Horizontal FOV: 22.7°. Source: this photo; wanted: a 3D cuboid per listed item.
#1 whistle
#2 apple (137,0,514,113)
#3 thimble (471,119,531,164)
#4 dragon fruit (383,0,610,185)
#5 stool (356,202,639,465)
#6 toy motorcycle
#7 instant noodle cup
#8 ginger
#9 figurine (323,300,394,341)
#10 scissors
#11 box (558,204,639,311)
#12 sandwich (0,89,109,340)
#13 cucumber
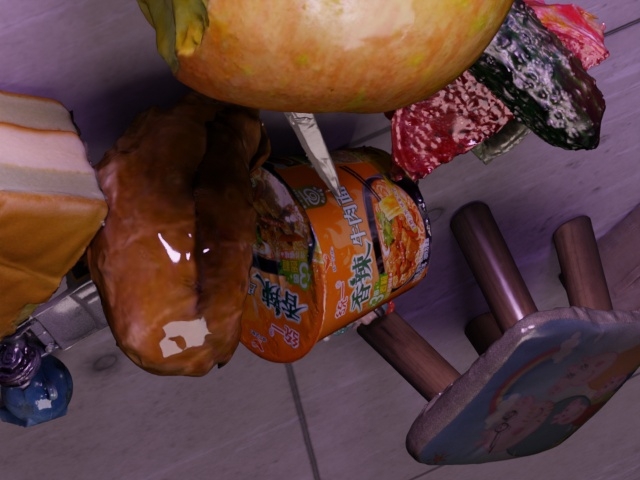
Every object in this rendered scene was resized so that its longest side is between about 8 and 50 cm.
[{"bbox_3d":[-0.337,0.172,1.861,0.090,0.090,0.158,-10,-176,-28],"label":"whistle"},{"bbox_3d":[0.004,-0.265,1.230,0.339,0.339,0.339,-20,149,-13],"label":"apple"},{"bbox_3d":[0.200,-0.143,1.822,0.084,0.062,0.110,-4,142,-37],"label":"thimble"},{"bbox_3d":[0.151,-0.193,1.664,0.274,0.161,0.126,-34,117,21],"label":"dragon fruit"},{"bbox_3d":[0.247,0.126,2.107,0.310,0.226,0.310,3,136,-43],"label":"stool"},{"bbox_3d":[-0.253,0.043,1.648,0.263,0.157,0.091,-30,147,0],"label":"toy motorcycle"},{"bbox_3d":[0.000,0.000,1.737,0.182,0.230,0.230,-17,149,-35],"label":"instant noodle cup"},{"bbox_3d":[-0.134,-0.029,1.524,0.165,0.321,0.172,-18,139,40],"label":"ginger"},{"bbox_3d":[0.042,0.097,2.069,0.106,0.047,0.060,-30,137,9],"label":"figurine"},{"bbox_3d":[-0.035,-0.156,1.545,0.109,0.022,0.300,-27,127,0],"label":"scissors"},{"bbox_3d":[0.485,0.047,2.252,0.155,0.149,0.231,11,132,-47],"label":"box"},{"bbox_3d":[-0.347,-0.021,1.477,0.198,0.155,0.227,6,135,-41],"label":"sandwich"},{"bbox_3d":[0.157,-0.198,1.508,0.096,0.096,0.359,-41,114,20],"label":"cucumber"}]
